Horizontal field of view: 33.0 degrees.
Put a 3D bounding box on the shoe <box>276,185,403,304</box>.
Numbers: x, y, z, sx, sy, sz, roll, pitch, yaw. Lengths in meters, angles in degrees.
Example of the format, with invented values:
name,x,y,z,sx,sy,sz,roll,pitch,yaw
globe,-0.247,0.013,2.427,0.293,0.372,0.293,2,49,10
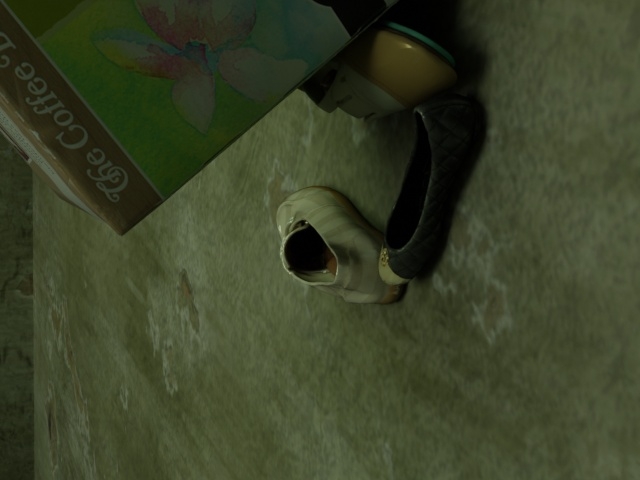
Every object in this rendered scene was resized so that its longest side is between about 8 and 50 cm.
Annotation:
name,x,y,z,sx,sy,sz,roll,pitch,yaw
shoe,0.000,0.000,0.935,0.219,0.058,0.077,-148,58,-63

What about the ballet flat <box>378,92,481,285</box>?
name,x,y,z,sx,sy,sz,roll,pitch,yaw
ballet flat,0.067,-0.036,0.784,0.057,0.049,0.173,-115,31,-43

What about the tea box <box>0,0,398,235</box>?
name,x,y,z,sx,sy,sz,roll,pitch,yaw
tea box,-0.143,-0.237,0.743,0.329,0.323,0.220,52,168,-22

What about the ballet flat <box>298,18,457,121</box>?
name,x,y,z,sx,sy,sz,roll,pitch,yaw
ballet flat,0.032,-0.123,0.815,0.073,0.080,0.232,-57,21,3
